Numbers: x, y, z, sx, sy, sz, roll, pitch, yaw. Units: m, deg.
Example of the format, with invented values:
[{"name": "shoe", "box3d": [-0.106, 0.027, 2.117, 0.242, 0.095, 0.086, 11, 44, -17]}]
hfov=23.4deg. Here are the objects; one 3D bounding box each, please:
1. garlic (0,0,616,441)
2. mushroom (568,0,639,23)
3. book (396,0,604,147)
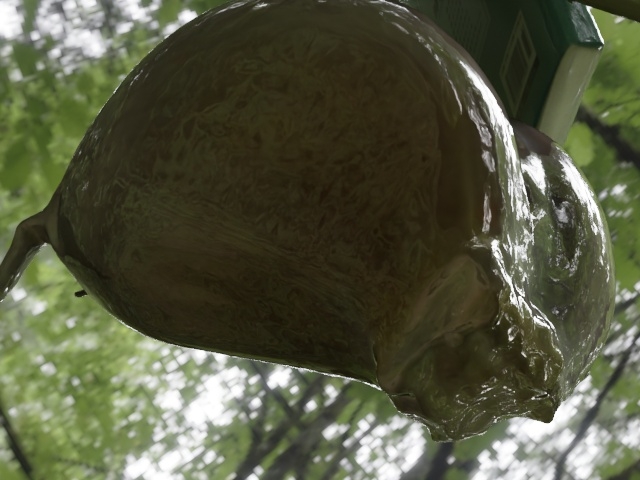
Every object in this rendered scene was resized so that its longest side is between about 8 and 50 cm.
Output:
[{"name": "garlic", "box3d": [0.000, 0.000, 0.869, 0.340, 0.231, 0.245, -1, -113, 32]}, {"name": "mushroom", "box3d": [0.131, -0.135, 0.604, 0.312, 0.081, 0.100, 21, -100, 26]}, {"name": "book", "box3d": [0.104, -0.168, 1.080, 0.264, 0.031, 0.379, 101, -17, -50]}]
